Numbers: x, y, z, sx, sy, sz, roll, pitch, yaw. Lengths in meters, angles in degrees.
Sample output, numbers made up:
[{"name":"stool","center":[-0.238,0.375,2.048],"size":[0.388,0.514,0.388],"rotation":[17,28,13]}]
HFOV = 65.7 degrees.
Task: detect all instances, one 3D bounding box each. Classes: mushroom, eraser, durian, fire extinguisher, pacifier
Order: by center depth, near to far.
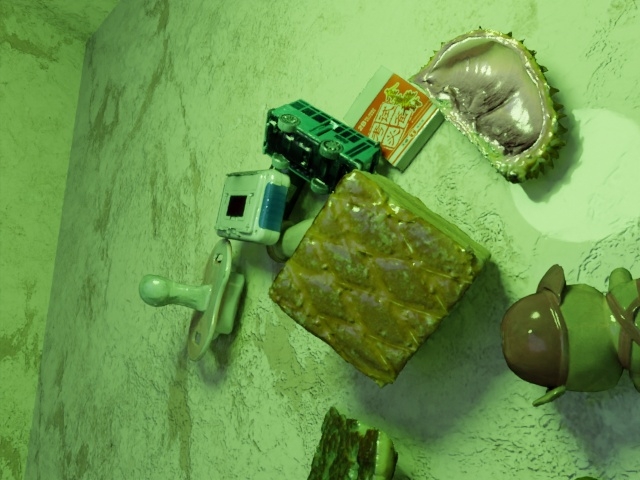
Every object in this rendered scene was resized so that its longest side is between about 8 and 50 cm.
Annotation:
[{"name":"durian","center":[0.326,-0.253,0.904],"size":[0.191,0.112,0.341],"rotation":[-42,58,14]},{"name":"eraser","center":[0.160,-0.280,1.116],"size":[0.157,0.038,0.230],"rotation":[-53,47,17]},{"name":"mushroom","center":[0.000,0.000,1.117],"size":[0.350,0.128,0.128],"rotation":[0,76,48]},{"name":"fire extinguisher","center":[-0.099,-0.128,1.277],"size":[0.118,0.093,0.294],"rotation":[28,98,4]},{"name":"pacifier","center":[-0.316,0.148,1.306],"size":[0.221,0.273,0.331],"rotation":[10,83,29]}]

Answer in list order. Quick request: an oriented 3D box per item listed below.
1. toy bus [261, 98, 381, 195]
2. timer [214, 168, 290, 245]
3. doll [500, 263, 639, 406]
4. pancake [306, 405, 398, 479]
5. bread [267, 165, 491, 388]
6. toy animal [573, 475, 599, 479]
[{"name":"toy bus","center":[0.006,-0.201,1.104],"size":[0.256,0.147,0.128],"rotation":[35,136,20]},{"name":"timer","center":[-0.179,-0.085,1.217],"size":[0.253,0.078,0.178],"rotation":[6,83,53]},{"name":"doll","center":[0.382,0.124,0.682],"size":[0.256,0.152,0.196],"rotation":[-12,35,25]},{"name":"pancake","center":[0.014,0.507,0.904],"size":[0.426,0.067,0.305],"rotation":[-68,15,0]},{"name":"bread","center":[0.107,0.058,0.873],"size":[0.279,0.207,0.279],"rotation":[35,106,14]},{"name":"toy animal","center":[0.356,0.398,0.602],"size":[0.363,0.180,0.181],"rotation":[-23,68,29]}]
